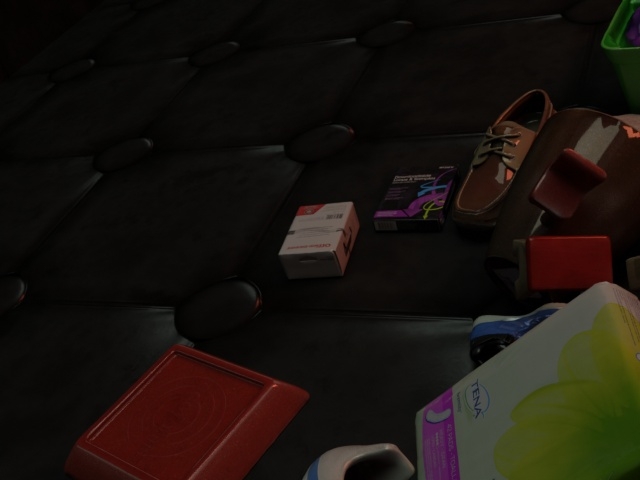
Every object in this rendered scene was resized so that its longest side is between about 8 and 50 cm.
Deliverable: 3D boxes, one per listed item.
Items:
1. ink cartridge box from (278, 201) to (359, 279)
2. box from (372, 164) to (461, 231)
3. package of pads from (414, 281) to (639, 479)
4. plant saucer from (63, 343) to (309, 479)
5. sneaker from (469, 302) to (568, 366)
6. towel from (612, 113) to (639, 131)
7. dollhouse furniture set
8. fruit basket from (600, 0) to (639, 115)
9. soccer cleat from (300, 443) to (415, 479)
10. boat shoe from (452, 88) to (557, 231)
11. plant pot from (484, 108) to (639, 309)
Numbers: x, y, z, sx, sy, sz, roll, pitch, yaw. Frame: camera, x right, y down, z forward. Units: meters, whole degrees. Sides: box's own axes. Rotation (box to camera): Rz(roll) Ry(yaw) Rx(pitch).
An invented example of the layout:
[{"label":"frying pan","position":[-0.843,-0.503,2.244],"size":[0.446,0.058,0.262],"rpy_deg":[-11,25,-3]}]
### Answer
[{"label":"ink cartridge box","position":[0.000,0.000,1.364],"size":[0.099,0.056,0.135],"rpy_deg":[-4,36,21]},{"label":"box","position":[0.166,-0.074,1.414],"size":[0.116,0.029,0.162],"rpy_deg":[-1,37,24]},{"label":"package of pads","position":[0.223,0.203,0.825],"size":[0.296,0.101,0.229],"rpy_deg":[-43,23,30]},{"label":"plant saucer","position":[-0.189,0.247,1.120],"size":[0.259,0.047,0.258],"rpy_deg":[13,46,37]},{"label":"sneaker","position":[0.264,0.128,1.057],"size":[0.152,0.058,0.084],"rpy_deg":[-8,30,23]},{"label":"towel","position":[0.489,-0.157,1.275],"size":[0.282,0.049,0.187],"rpy_deg":[-14,25,-39]},{"label":"dollhouse furniture set","position":[0.425,-0.038,0.976],"size":[0.374,0.201,0.152],"rpy_deg":[-1,-8,-5]},{"label":"fruit basket","position":[0.663,-0.398,1.337],"size":[0.392,0.392,0.283],"rpy_deg":[6,41,31]},{"label":"soccer cleat","position":[-0.002,0.332,0.822],"size":[0.143,0.116,0.331],"rpy_deg":[-29,22,40]},{"label":"boat shoe","position":[0.301,-0.139,1.362],"size":[0.123,0.116,0.324],"rpy_deg":[8,42,33]},{"label":"plant pot","position":[0.334,-0.023,1.138],"size":[0.215,0.215,0.230],"rpy_deg":[24,65,45]}]
